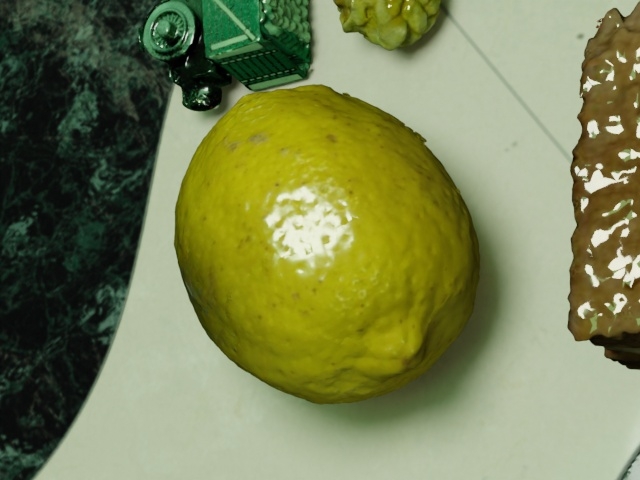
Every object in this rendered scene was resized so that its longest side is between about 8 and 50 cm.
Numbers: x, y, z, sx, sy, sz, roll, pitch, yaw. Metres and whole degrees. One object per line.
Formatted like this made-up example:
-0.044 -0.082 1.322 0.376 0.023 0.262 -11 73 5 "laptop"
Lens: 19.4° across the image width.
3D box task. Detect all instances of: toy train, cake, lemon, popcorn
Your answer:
-0.099 -0.260 1.805 0.154 0.115 0.269 -14 67 27 "toy train"
0.340 -0.027 1.420 0.255 0.290 0.282 -2 74 26 "cake"
0.000 0.000 1.601 0.253 0.253 0.310 -41 59 9 "lemon"
0.056 -0.238 1.728 0.116 0.120 0.106 -51 26 -5 "popcorn"
